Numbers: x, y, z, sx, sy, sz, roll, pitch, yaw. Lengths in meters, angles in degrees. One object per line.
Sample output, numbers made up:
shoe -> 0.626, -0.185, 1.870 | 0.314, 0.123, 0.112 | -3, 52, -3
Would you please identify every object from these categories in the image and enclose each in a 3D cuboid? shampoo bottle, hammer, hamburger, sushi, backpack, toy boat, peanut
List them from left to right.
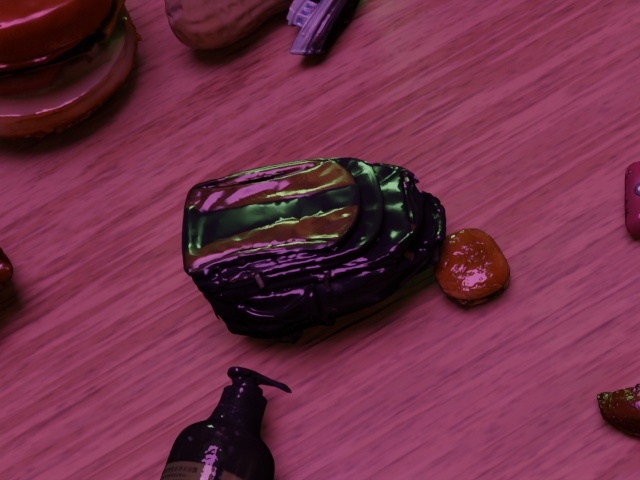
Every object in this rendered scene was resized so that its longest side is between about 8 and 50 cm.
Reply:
hamburger -> -0.360, -0.267, 1.414 | 0.290, 0.225, 0.291 | -3, 56, 4
shampoo bottle -> -0.102, 0.243, 1.070 | 0.101, 0.101, 0.284 | 6, 58, 19
peanut -> -0.081, -0.326, 1.454 | 0.256, 0.124, 0.123 | -34, 54, -17
toy boat -> -0.001, -0.277, 1.428 | 0.066, 0.059, 0.140 | 25, 66, 14
backpack -> 0.000, 0.000, 1.194 | 0.258, 0.133, 0.206 | -15, 46, 8
hamburger -> 0.151, 0.026, 1.190 | 0.076, 0.044, 0.083 | -28, 56, -5
hammer -> 0.327, -0.042, 1.192 | 0.043, 0.043, 0.083 | 1, 58, 15
sushi -> 0.299, 0.152, 1.062 | 0.099, 0.050, 0.047 | 17, 55, 13

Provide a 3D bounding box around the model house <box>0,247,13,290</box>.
model house -> -0.462, 0.028, 1.288 | 0.229, 0.199, 0.220 | -2, 91, -22
